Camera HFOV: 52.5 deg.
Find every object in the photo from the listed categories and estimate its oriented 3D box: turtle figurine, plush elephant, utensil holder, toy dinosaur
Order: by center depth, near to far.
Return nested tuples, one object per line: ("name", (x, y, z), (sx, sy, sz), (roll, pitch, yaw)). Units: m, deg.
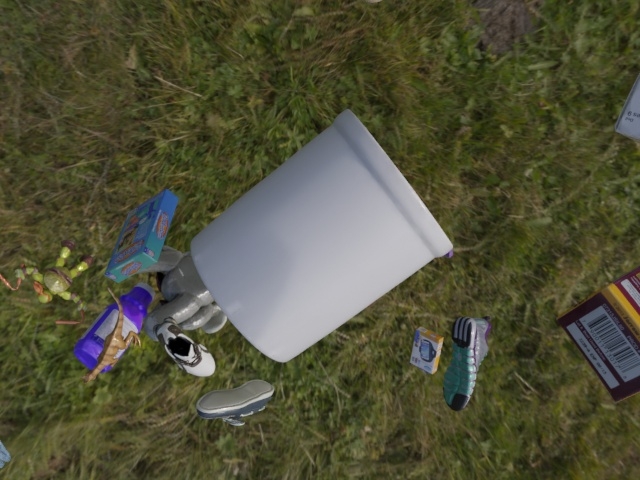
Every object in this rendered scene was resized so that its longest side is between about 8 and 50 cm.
("utensil holder", (0.000, 0.000, 1.229), (0.385, 0.327, 0.327), (-38, 101, 7))
("toy dinosaur", (-0.421, 0.203, 1.336), (0.064, 0.112, 0.211), (23, 94, 14))
("turtle figurine", (-0.747, 0.096, 1.825), (0.269, 0.217, 0.087), (33, 133, -14))
("plush elephant", (-0.390, 0.152, 1.850), (0.330, 0.255, 0.272), (-21, 67, -29))

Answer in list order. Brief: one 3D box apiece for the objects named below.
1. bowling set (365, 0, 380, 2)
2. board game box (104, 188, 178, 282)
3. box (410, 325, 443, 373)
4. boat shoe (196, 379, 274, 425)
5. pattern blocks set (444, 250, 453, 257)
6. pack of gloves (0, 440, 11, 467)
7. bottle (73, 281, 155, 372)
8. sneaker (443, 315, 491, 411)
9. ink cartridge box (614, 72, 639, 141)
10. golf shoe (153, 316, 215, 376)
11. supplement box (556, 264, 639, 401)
("bowling set", (-0.003, -0.421, 0.822), (0.287, 0.200, 0.154), (-3, 83, -21))
("board game box", (-0.443, -0.012, 1.614), (0.160, 0.210, 0.047), (-24, 130, 34))
("box", (0.311, 0.330, 1.914), (0.081, 0.028, 0.136), (24, 117, 35))
("boat shoe", (-0.217, 0.415, 1.634), (0.095, 0.254, 0.079), (23, 104, 27))
("pattern blocks set", (0.220, 0.027, 1.892), (0.325, 0.285, 0.026), (3, 101, 6))
("pack of gloves", (-0.569, 0.262, 0.947), (0.195, 0.046, 0.232), (-1, 130, 0))
("bottle", (-0.574, 0.238, 1.848), (0.092, 0.283, 0.118), (-18, 120, 40))
("sneaker", (0.346, 0.281, 1.479), (0.098, 0.083, 0.223), (-1, 105, -33))
("ink cartridge box", (0.532, -0.159, 0.914), (0.154, 0.212, 0.093), (30, 110, 36))
("golf shoe", (-0.311, 0.268, 1.514), (0.077, 0.094, 0.198), (-44, 121, -6))
("supplement box", (0.359, 0.078, 0.692), (0.188, 0.081, 0.104), (-19, 70, -34))
